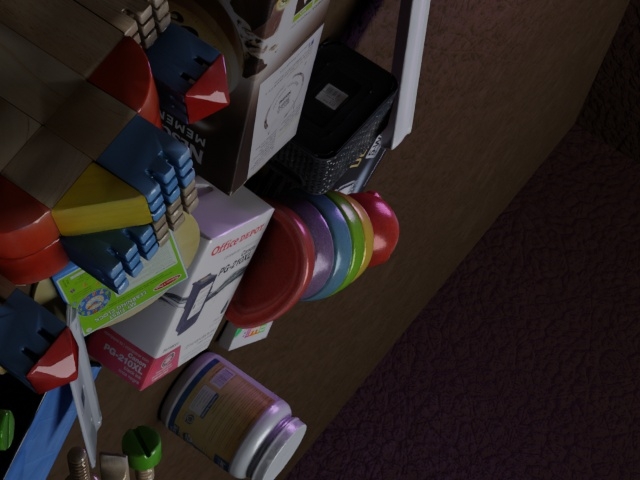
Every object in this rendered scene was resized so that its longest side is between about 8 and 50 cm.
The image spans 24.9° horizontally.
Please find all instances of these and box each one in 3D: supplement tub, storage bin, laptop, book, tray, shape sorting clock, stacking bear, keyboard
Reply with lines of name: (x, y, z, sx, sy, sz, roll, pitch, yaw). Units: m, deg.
supplement tub: (-0.137, 0.286, 2.299, 0.144, 0.200, 0.144, -51, 166, -19)
storage bin: (0.006, -0.164, 1.909, 0.180, 0.122, 0.084, -48, 165, -30)
laptop: (-0.284, 0.380, 1.704, 0.236, 0.408, 0.382, -30, 177, -3)
book: (-0.113, 0.123, 2.378, 0.096, 0.035, 0.144, -64, 164, 16)
tray: (0.121, -0.257, 1.982, 0.145, 0.030, 0.270, -115, -147, -85)
shape sorting clock: (-0.229, 0.030, 1.625, 0.206, 0.040, 0.206, -25, 146, -19)
stacking bear: (0.000, 0.000, 1.973, 0.164, 0.175, 0.289, -15, 180, 36)
keyboard: (-0.275, 0.172, 1.666, 0.256, 0.014, 0.072, 90, 3, -54)

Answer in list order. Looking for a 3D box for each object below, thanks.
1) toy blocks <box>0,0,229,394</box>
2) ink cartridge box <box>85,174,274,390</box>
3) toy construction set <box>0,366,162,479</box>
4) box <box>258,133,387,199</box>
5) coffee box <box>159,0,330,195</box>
toy blocks: (-0.209, -0.071, 1.080, 0.381, 0.261, 0.190, -52, 166, -18)
ink cartridge box: (-0.176, 0.046, 1.813, 0.172, 0.100, 0.237, -32, 152, -60)
toy construction set: (-0.279, 0.120, 1.245, 0.257, 0.309, 0.237, -49, 156, -36)
box: (-0.001, -0.091, 2.155, 0.307, 0.076, 0.242, -60, 165, 16)
coffee box: (-0.095, -0.207, 1.360, 0.119, 0.168, 0.297, -46, 163, -35)
